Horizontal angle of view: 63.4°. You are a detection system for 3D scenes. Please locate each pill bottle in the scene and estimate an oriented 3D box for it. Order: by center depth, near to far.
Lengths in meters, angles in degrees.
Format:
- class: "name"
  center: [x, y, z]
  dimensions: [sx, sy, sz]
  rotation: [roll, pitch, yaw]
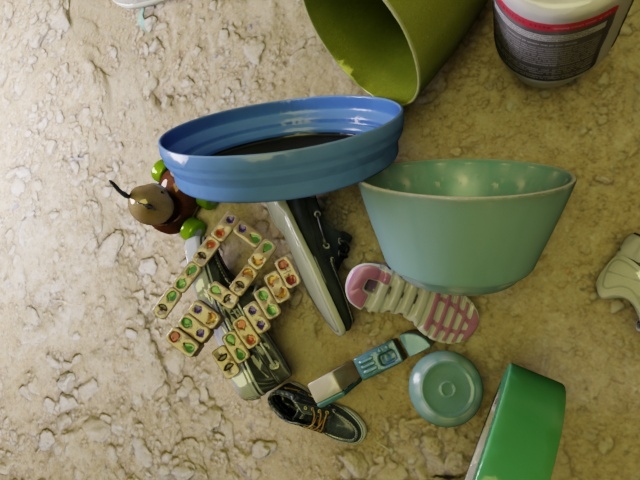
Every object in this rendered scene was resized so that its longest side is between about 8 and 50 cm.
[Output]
- class: "pill bottle"
  center: [0.333, -0.327, 0.724]
  dimensions: [0.176, 0.318, 0.177]
  rotation: [-1, 86, 20]

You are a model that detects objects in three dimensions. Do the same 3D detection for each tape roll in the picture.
- class: "tape roll"
  center: [0.245, 0.334, 0.716]
  dimensions: [0.077, 0.321, 0.322]
  rotation: [20, 94, 21]

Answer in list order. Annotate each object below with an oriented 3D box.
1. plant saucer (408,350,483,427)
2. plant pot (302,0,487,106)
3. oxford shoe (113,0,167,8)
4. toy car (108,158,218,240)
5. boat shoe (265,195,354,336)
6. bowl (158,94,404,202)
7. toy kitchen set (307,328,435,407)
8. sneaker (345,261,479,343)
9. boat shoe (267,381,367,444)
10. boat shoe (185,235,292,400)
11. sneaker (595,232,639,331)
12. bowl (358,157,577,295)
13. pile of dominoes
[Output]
- class: "plant saucer"
  center: [0.201, 0.236, 0.825]
  dimensions: [0.119, 0.021, 0.120]
  rotation: [0, 77, 2]
- class: "plant pot"
  center: [0.162, -0.421, 0.839]
  dimensions: [0.293, 0.275, 0.275]
  rotation: [-43, 73, -7]
- class: "oxford shoe"
  center: [-0.280, -0.603, 1.070]
  dimensions: [0.448, 0.130, 0.169]
  rotation: [-9, 80, 17]
- class: "toy car"
  center: [-0.321, -0.087, 1.021]
  dimensions: [0.155, 0.188, 0.149]
  rotation: [29, 97, 19]
- class: "boat shoe"
  center: [-0.001, 0.001, 0.941]
  dimensions: [0.113, 0.127, 0.340]
  rotation: [-23, 72, -15]
- class: "bowl"
  center: [-0.060, -0.159, 0.843]
  dimensions: [0.390, 0.391, 0.077]
  rotation: [3, 116, 20]
- class: "toy kitchen set"
  center: [0.118, 0.263, 0.874]
  dimensions: [0.207, 0.122, 0.166]
  rotation: [-31, 77, 16]
- class: "sneaker"
  center: [0.156, 0.095, 0.890]
  dimensions: [0.236, 0.104, 0.095]
  rotation: [23, 99, -2]
- class: "boat shoe"
  center: [-0.009, 0.321, 0.938]
  dimensions: [0.183, 0.083, 0.065]
  rotation: [23, 95, 20]
- class: "boat shoe"
  center: [-0.154, 0.132, 1.000]
  dimensions: [0.119, 0.121, 0.335]
  rotation: [-25, 81, -1]
- class: "sneaker"
  center: [0.541, 0.118, 0.744]
  dimensions: [0.292, 0.110, 0.118]
  rotation: [44, 109, 25]
- class: "bowl"
  center: [0.210, -0.023, 0.788]
  dimensions: [0.311, 0.311, 0.163]
  rotation: [4, 108, 20]
- class: "pile of dominoes"
  center: [-0.166, 0.095, 0.925]
  dimensions: [0.196, 0.040, 0.251]
  rotation: [35, 82, 7]
